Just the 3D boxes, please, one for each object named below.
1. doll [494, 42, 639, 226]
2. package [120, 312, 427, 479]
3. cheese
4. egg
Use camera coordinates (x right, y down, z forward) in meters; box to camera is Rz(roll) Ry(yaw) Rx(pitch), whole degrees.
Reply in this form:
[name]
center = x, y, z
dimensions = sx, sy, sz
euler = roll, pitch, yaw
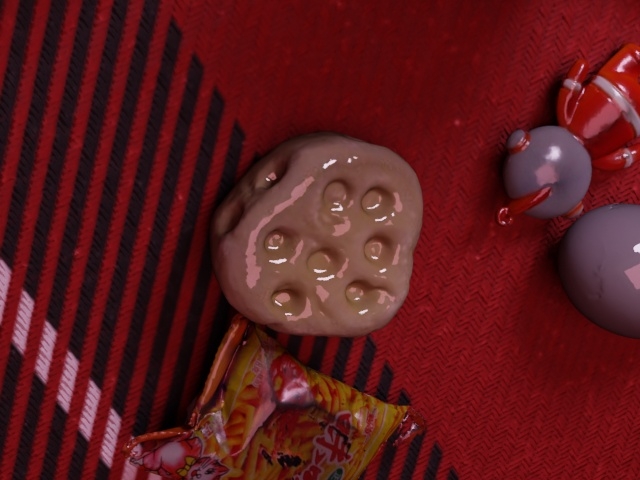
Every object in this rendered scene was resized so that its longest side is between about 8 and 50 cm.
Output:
[doll]
center = 0.278, -0.103, 1.349
dimensions = 0.245, 0.076, 0.142
euler = -44, 110, -2
[package]
center = -0.045, 0.214, 1.350
dimensions = 0.288, 0.108, 0.223
euler = 38, 87, -26
[cheese]
center = 0.000, 0.000, 1.282
dimensions = 0.235, 0.117, 0.218
euler = -28, 113, -11
[egg]
center = 0.354, 0.037, 1.372
dimensions = 0.198, 0.146, 0.146
euler = 25, 100, -26
